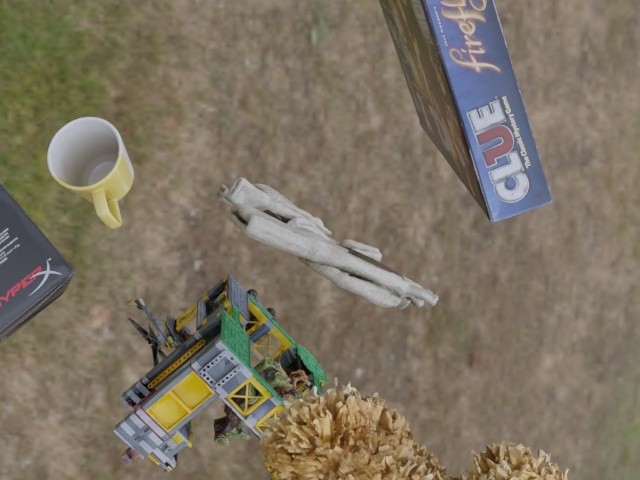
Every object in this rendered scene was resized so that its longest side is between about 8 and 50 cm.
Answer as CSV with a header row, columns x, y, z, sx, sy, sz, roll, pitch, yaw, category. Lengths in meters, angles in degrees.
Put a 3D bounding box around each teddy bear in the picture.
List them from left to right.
x,y,z,sx,sy,sz,roll,pitch,yaw,category
0.089,0.226,0.791,0.338,0.245,0.113,45,22,1,teddy bear

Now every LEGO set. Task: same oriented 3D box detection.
x,y,z,sx,sy,sz,roll,pitch,yaw,category
-0.122,0.200,1.522,0.255,0.192,0.331,46,10,-24,LEGO set

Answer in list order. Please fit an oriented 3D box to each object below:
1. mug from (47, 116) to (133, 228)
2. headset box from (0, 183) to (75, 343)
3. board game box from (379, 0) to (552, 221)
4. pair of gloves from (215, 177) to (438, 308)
x,y,z,sx,sy,sz,roll,pitch,yaw,category
-0.183,-0.052,1.030,0.064,0.062,0.078,64,39,-68,mug
-0.361,-0.014,0.942,0.218,0.110,0.293,-41,92,-18,headset box
0.084,-0.127,0.864,0.243,0.042,0.165,-108,177,-70,board game box
0.000,0.000,1.214,0.042,0.204,0.240,-60,-166,3,pair of gloves
